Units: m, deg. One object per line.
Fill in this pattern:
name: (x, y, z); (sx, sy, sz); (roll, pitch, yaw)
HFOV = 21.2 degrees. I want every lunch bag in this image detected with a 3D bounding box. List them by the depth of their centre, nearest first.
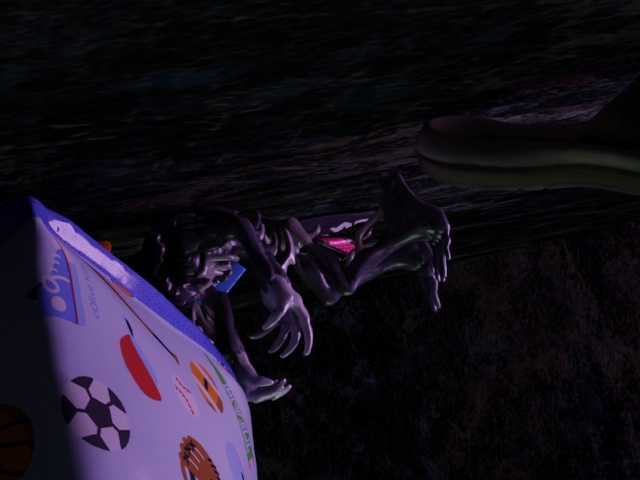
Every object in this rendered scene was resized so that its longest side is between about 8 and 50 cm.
lunch bag: (-0.141, 0.214, 1.076); (0.239, 0.328, 0.385); (-23, 151, 16)

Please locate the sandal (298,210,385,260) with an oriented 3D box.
sandal: (0.000, 0.000, 1.547); (0.179, 0.040, 0.067); (-8, 175, -44)

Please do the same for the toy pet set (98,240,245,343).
toy pet set: (-0.125, 0.042, 1.365); (0.114, 0.122, 0.065); (-52, 169, -22)

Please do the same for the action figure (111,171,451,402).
action figure: (-0.042, 0.038, 1.246); (0.276, 0.141, 0.164); (-12, 166, -10)

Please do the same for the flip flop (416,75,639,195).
flip flop: (0.186, -0.067, 0.931); (0.277, 0.080, 0.112); (3, -172, 25)
